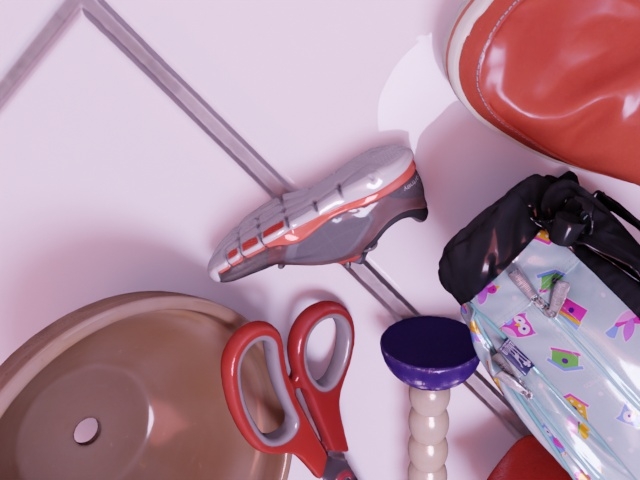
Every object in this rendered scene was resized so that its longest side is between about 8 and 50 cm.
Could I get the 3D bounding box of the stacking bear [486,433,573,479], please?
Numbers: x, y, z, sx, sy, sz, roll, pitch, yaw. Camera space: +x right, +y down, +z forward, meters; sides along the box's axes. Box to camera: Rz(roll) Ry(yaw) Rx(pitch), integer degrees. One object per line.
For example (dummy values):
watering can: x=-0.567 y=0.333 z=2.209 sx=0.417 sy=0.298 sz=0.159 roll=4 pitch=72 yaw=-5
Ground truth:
stacking bear: x=0.246 y=0.167 z=0.414 sx=0.289 sy=0.164 sz=0.175 roll=-24 pitch=133 yaw=23

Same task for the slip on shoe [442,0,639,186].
slip on shoe: x=0.228 y=-0.063 z=0.345 sx=0.331 sy=0.101 sz=0.123 roll=21 pitch=115 yaw=-4

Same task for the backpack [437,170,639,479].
backpack: x=0.154 y=0.055 z=0.352 sx=0.115 sy=0.152 sz=0.182 roll=-44 pitch=78 yaw=29

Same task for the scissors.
scissors: x=0.001 y=0.177 z=0.483 sx=0.109 sy=0.021 sz=0.297 roll=-28 pitch=120 yaw=-31

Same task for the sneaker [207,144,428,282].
sneaker: x=0.000 y=0.000 z=0.413 sx=0.158 sy=0.061 sz=0.065 roll=-26 pitch=116 yaw=15

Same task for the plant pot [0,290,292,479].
plant pot: x=-0.141 y=0.147 z=0.430 sx=0.110 sy=0.237 sz=0.237 roll=8 pitch=122 yaw=45

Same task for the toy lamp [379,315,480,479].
toy lamp: x=0.079 y=0.194 z=0.482 sx=0.080 sy=0.080 sz=0.274 roll=-2 pitch=111 yaw=5
